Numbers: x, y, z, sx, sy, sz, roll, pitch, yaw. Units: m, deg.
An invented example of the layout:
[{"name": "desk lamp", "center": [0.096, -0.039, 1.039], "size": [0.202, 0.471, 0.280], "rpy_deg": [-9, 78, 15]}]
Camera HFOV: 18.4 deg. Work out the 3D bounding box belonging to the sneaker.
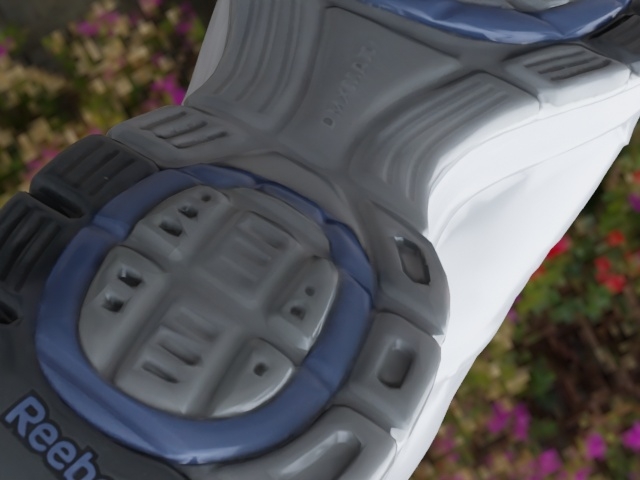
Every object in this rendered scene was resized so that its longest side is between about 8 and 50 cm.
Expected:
[{"name": "sneaker", "center": [0.000, 0.000, 0.472], "size": [0.297, 0.111, 0.129], "rpy_deg": [-49, 162, -45]}]
